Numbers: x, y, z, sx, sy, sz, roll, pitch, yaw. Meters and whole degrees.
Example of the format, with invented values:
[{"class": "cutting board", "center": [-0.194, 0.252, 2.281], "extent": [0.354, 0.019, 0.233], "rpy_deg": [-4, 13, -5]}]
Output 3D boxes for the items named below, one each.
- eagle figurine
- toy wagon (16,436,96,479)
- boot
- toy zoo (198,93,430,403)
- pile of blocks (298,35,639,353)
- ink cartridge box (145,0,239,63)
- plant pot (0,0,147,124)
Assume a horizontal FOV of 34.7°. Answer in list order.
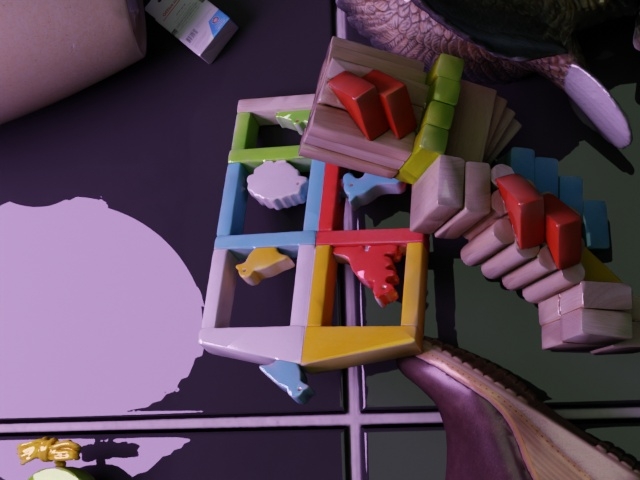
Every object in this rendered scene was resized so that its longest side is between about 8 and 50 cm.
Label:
[{"class": "eagle figurine", "center": [0.135, -0.209, 0.838], "extent": [0.298, 0.226, 0.225], "rpy_deg": [-2, 46, 0]}, {"class": "toy wagon", "center": [-0.234, 0.355, 0.941], "extent": [0.267, 0.068, 0.344], "rpy_deg": [-5, 79, 17]}, {"class": "boot", "center": [0.120, 0.214, 0.839], "extent": [0.248, 0.090, 0.207], "rpy_deg": [34, 99, 27]}, {"class": "toy zoo", "center": [0.000, 0.000, 0.896], "extent": [0.192, 0.030, 0.293], "rpy_deg": [-3, 64, 18]}, {"class": "pile of blocks", "center": [0.145, -0.050, 0.812], "extent": [0.362, 0.112, 0.149], "rpy_deg": [39, 73, 0]}, {"class": "ink cartridge box", "center": [-0.128, -0.220, 1.015], "extent": [0.083, 0.028, 0.048], "rpy_deg": [41, 95, 19]}, {"class": "plant pot", "center": [-0.314, -0.222, 0.980], "extent": [0.274, 0.256, 0.256], "rpy_deg": [-8, 79, 0]}]
